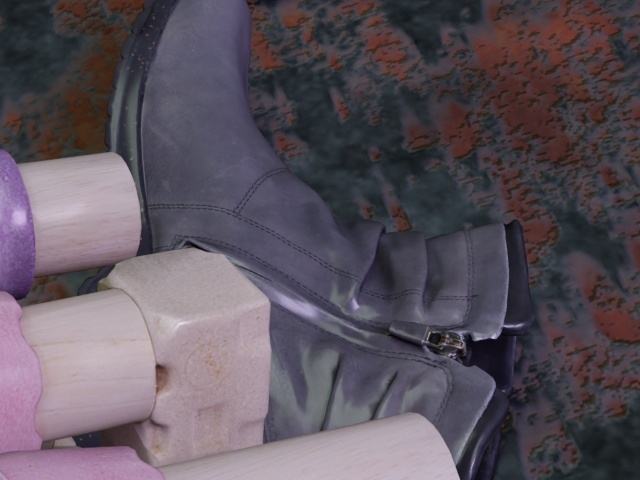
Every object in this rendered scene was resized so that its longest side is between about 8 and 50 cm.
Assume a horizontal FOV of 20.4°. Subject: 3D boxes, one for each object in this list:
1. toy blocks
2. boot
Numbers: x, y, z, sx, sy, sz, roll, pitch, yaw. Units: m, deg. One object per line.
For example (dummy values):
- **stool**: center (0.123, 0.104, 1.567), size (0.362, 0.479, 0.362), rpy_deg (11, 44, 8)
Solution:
- **toy blocks**: center (-0.150, 0.136, 0.556), size (0.260, 0.289, 0.309), rpy_deg (-10, 29, -26)
- **boot**: center (0.000, 0.000, 0.917), size (0.222, 0.118, 0.338), rpy_deg (0, 57, 8)
